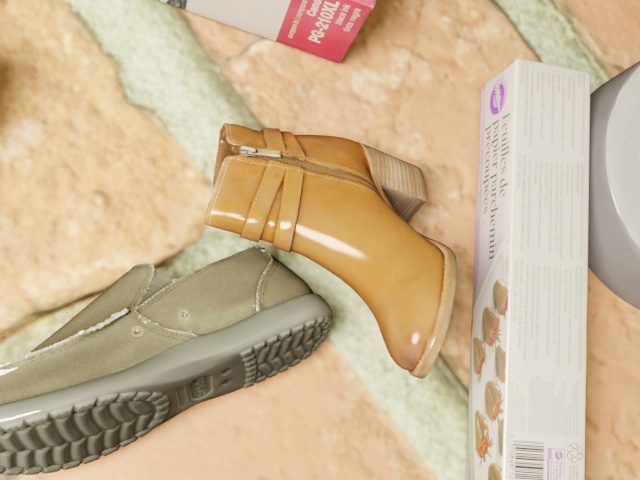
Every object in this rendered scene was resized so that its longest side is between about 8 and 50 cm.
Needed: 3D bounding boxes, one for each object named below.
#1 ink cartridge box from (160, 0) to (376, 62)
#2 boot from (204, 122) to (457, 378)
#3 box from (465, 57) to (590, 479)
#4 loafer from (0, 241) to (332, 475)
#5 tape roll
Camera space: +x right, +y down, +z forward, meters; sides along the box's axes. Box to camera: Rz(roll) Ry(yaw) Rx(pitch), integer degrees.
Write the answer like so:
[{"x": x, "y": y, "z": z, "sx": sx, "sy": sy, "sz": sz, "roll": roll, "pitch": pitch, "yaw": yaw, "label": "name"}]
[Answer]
[{"x": -0.064, "y": -0.257, "z": 0.561, "sx": 0.237, "sy": 0.100, "sz": 0.172, "roll": 18, "pitch": 75, "yaw": -9, "label": "ink cartridge box"}, {"x": 0.000, "y": 0.000, "z": 0.511, "sx": 0.152, "sy": 0.073, "sz": 0.197, "roll": 13, "pitch": 37, "yaw": -17, "label": "boot"}, {"x": 0.153, "y": 0.031, "z": 0.576, "sx": 0.067, "sy": 0.063, "sz": 0.324, "roll": 7, "pitch": 78, "yaw": -13, "label": "box"}, {"x": -0.118, "y": 0.070, "z": 0.503, "sx": 0.251, "sy": 0.094, "sz": 0.087, "roll": -17, "pitch": 60, "yaw": -25, "label": "loafer"}, {"x": 0.305, "y": -0.047, "z": 0.622, "sx": 0.219, "sy": 0.072, "sz": 0.219, "roll": 3, "pitch": 78, "yaw": -13, "label": "tape roll"}]
